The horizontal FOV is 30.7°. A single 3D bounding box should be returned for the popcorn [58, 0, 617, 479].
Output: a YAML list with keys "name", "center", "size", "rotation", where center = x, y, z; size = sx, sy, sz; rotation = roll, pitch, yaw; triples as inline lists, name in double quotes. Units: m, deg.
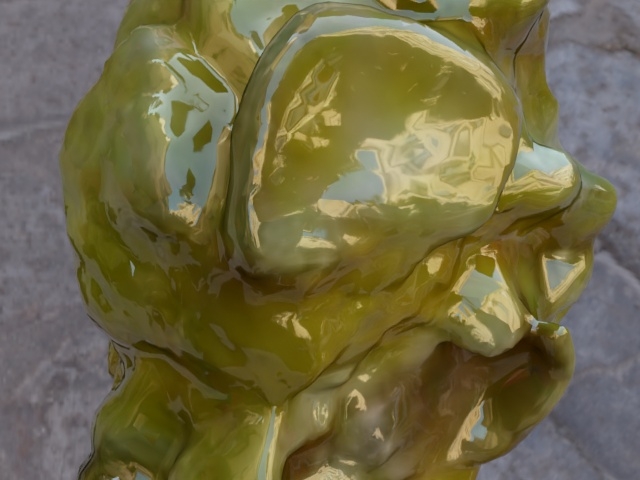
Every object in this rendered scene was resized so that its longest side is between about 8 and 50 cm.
- name: "popcorn"
  center: [-0.006, -0.003, 0.602]
  size: [0.292, 0.334, 0.293]
  rotation: [-13, 16, -23]
